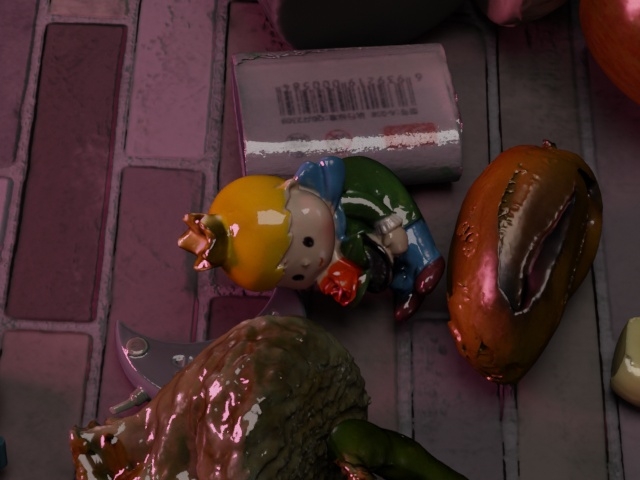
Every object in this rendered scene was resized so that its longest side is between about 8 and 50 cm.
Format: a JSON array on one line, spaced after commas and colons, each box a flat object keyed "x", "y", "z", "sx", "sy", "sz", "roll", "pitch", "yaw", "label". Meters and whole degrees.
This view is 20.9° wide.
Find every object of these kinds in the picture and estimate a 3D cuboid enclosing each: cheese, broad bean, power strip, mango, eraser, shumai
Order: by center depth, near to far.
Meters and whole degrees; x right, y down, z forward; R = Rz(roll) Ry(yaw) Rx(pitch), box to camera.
[{"x": 0.097, "y": 0.222, "z": 1.513, "sx": 0.049, "sy": 0.292, "sz": 0.144, "roll": -52, "pitch": 41, "yaw": 10, "label": "broad bean"}, {"x": -0.088, "y": 0.166, "z": 1.538, "sx": 0.222, "sy": 0.225, "sz": 0.260, "roll": 14, "pitch": 37, "yaw": 29, "label": "shumai"}, {"x": -0.107, "y": 0.112, "z": 1.658, "sx": 0.216, "sy": 0.044, "sz": 0.137, "roll": -19, "pitch": 59, "yaw": -16, "label": "power strip"}, {"x": 0.411, "y": 0.125, "z": 1.679, "sx": 0.255, "sy": 0.050, "sz": 0.127, "roll": 12, "pitch": 54, "yaw": 3, "label": "cheese"}, {"x": 0.196, "y": 0.022, "z": 1.683, "sx": 0.156, "sy": 0.151, "sz": 0.249, "roll": 32, "pitch": 58, "yaw": -31, "label": "mango"}, {"x": 0.026, "y": -0.131, "z": 1.814, "sx": 0.227, "sy": 0.081, "sz": 0.174, "roll": -4, "pitch": 52, "yaw": -5, "label": "eraser"}]

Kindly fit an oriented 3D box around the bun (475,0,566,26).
[{"x": 0.248, "y": -0.370, "z": 1.884, "sx": 0.175, "sy": 0.263, "sz": 0.263, "roll": -12, "pitch": 57, "yaw": -11, "label": "bun"}]

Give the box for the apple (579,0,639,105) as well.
[{"x": 0.394, "y": -0.259, "z": 1.819, "sx": 0.264, "sy": 0.264, "sz": 0.264, "roll": 2, "pitch": 55, "yaw": -2, "label": "apple"}]

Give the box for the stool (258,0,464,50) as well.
[{"x": 0.010, "y": -0.397, "z": 1.882, "sx": 0.297, "sy": 0.297, "sz": 0.330, "roll": -14, "pitch": 61, "yaw": -13, "label": "stool"}]

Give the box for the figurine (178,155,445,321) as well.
[{"x": -0.006, "y": 0.011, "z": 1.652, "sx": 0.234, "sy": 0.127, "sz": 0.185, "roll": -15, "pitch": 71, "yaw": -46, "label": "figurine"}]

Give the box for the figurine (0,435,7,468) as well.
[{"x": -0.324, "y": 0.159, "z": 1.596, "sx": 0.068, "sy": 0.075, "sz": 0.140, "roll": -5, "pitch": 45, "yaw": -5, "label": "figurine"}]
